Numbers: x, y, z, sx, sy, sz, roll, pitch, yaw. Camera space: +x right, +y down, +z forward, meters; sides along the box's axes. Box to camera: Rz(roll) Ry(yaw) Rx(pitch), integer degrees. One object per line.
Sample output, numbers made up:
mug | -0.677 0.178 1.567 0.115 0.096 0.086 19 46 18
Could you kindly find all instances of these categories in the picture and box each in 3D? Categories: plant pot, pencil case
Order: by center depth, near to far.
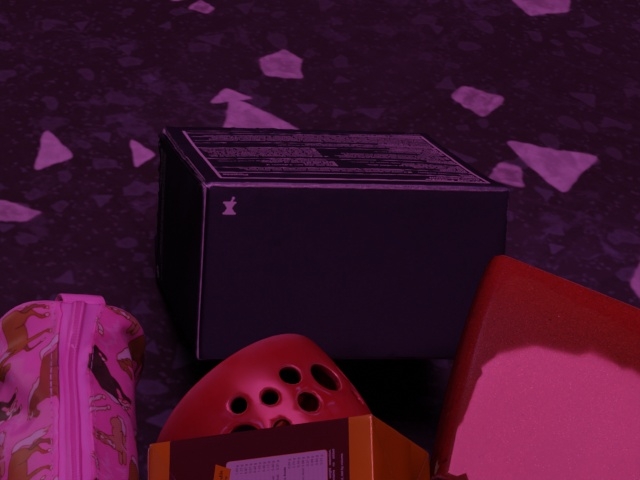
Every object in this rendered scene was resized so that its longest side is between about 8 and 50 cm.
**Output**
pencil case | -0.217 0.218 1.626 0.167 0.160 0.386 -32 37 18
plant pot | 0.207 0.219 1.679 0.267 0.267 0.235 22 44 15
plant pot | -0.026 0.207 1.696 0.191 0.191 0.174 -23 57 -36

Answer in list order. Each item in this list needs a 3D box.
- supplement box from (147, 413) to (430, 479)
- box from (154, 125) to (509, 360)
supplement box | -0.023 0.254 1.495 0.194 0.129 0.191 -10 67 21
box | 0.000 0.000 1.894 0.296 0.182 0.294 1 12 -12
